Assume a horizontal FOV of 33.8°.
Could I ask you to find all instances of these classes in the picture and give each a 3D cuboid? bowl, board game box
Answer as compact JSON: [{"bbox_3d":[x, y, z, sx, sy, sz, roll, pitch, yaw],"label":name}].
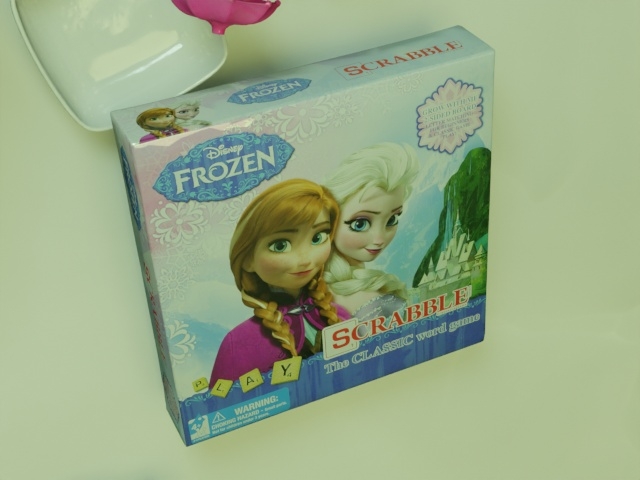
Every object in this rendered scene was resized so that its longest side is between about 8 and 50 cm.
[{"bbox_3d":[-0.158,-0.170,0.820,0.142,0.053,0.142,-30,124,-9],"label":"bowl"},{"bbox_3d":[0.000,0.000,0.932,0.319,0.066,0.318,-18,126,-18],"label":"board game box"}]

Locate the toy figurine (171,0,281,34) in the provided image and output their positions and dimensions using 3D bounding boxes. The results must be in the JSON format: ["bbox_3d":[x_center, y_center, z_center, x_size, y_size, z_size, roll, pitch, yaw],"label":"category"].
[{"bbox_3d":[-0.054,-0.232,0.761,0.159,0.130,0.173,-48,115,-7],"label":"toy figurine"}]
